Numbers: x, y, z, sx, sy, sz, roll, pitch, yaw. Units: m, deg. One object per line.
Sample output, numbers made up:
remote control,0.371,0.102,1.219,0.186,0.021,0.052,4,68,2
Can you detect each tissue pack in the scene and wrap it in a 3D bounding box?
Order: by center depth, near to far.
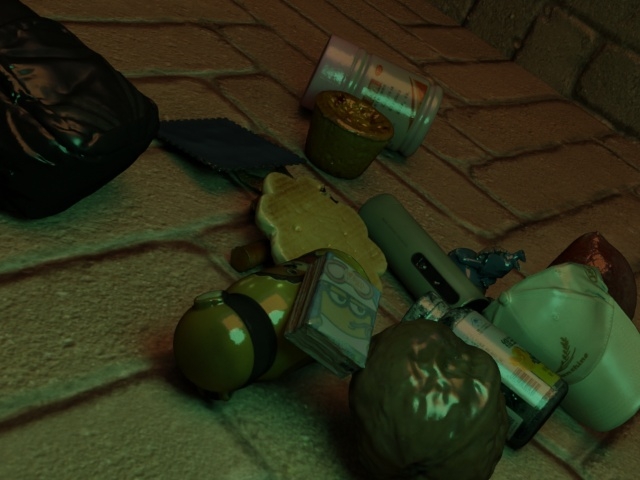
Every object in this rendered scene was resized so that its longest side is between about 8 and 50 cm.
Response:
tissue pack,0.021,0.109,1.383,0.115,0.065,0.155,40,39,-19

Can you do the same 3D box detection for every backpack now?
backpack,-0.522,-0.248,1.604,0.446,0.255,0.363,45,31,2

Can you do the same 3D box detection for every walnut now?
walnut,0.159,0.248,1.396,0.273,0.227,0.273,18,36,-14

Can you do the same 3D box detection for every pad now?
pad,-0.204,-0.205,1.990,0.269,0.012,0.270,31,26,34

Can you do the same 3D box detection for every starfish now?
starfish,-0.108,-0.110,1.944,0.138,0.050,0.247,12,25,-25

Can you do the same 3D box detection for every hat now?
hat,0.436,0.208,1.695,0.301,0.258,0.168,53,30,17

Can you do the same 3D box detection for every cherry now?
cherry,0.549,0.118,1.941,0.239,0.239,0.206,-3,49,-43

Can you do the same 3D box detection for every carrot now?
carrot,-0.110,0.020,1.730,0.048,0.048,0.139,38,28,18

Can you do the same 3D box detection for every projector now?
projector,0.197,0.046,1.885,0.108,0.108,0.337,1,38,-40

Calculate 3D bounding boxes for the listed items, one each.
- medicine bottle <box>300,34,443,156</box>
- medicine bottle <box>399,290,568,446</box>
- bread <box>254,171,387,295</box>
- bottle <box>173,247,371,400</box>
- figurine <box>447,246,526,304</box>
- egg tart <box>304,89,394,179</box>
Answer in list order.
medicine bottle,0.127,-0.361,2.384,0.316,0.202,0.202,24,29,-5
medicine bottle,0.272,0.213,1.640,0.293,0.141,0.141,38,30,19
bread,0.000,0.000,1.789,0.316,0.054,0.316,30,34,-24
bottle,-0.074,0.126,1.451,0.171,0.171,0.351,40,31,21
figurine,0.327,0.077,1.918,0.114,0.178,0.144,-8,83,-59
egg tart,0.052,-0.236,2.174,0.203,0.147,0.202,22,28,-13
